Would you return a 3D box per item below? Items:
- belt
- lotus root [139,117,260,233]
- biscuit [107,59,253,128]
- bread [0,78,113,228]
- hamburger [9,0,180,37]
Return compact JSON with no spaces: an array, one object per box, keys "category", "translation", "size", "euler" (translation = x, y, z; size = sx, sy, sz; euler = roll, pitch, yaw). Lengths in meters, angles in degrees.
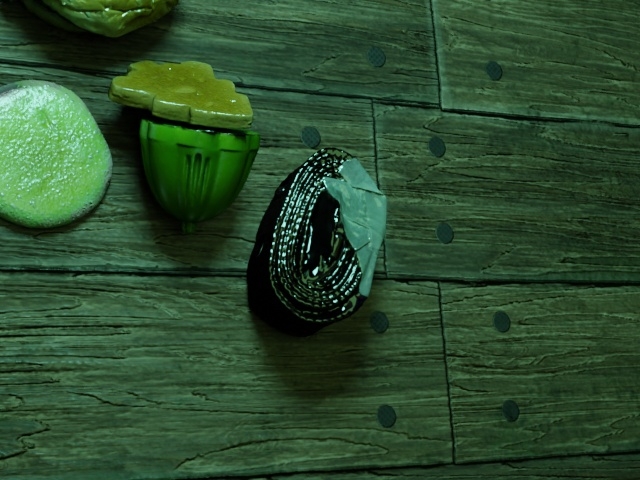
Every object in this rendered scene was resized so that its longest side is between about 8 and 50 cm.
[{"category":"belt","translation":[0.000,0.000,1.944],"size":[0.184,0.164,0.289],"euler":[20,69,-15]},{"category":"lotus root","translation":[-0.188,-0.092,1.876],"size":[0.186,0.186,0.186],"euler":[7,75,-27]},{"category":"biscuit","translation":[-0.195,-0.212,1.876],"size":[0.212,0.238,0.041],"euler":[-22,133,-51]},{"category":"bread","translation":[-0.408,-0.128,1.823],"size":[0.228,0.033,0.229],"euler":[7,74,-26]},{"category":"hamburger","translation":[-0.319,-0.409,1.883],"size":[0.309,0.132,0.211],"euler":[-35,94,-32]}]
